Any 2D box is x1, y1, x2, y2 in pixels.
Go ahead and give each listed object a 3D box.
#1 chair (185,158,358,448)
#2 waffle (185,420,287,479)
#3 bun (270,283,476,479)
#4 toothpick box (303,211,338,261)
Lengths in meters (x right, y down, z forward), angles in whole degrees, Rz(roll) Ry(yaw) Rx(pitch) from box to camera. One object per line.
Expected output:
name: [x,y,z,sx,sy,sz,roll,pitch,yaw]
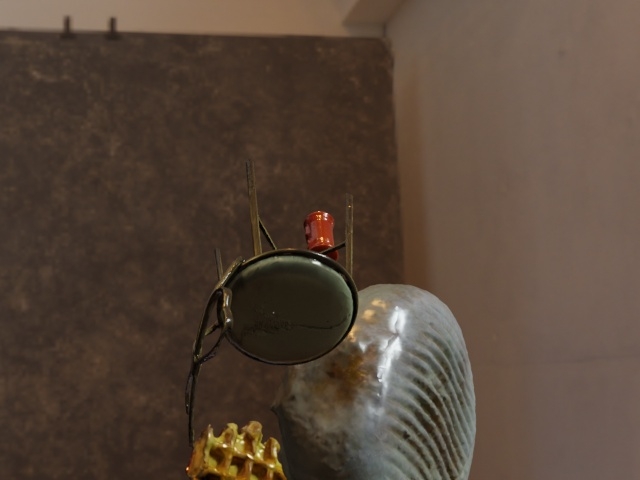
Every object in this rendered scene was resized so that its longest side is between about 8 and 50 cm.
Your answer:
chair: [-0.045,0.067,1.049,0.326,0.170,0.160,-96,-154,-57]
waffle: [-0.130,0.417,1.538,0.065,0.309,0.283,-34,-101,45]
bun: [0.067,0.232,1.345,0.362,0.211,0.362,13,75,-63]
toothpick box: [0.000,0.000,1.499,0.083,0.047,0.047,-96,-167,-51]
